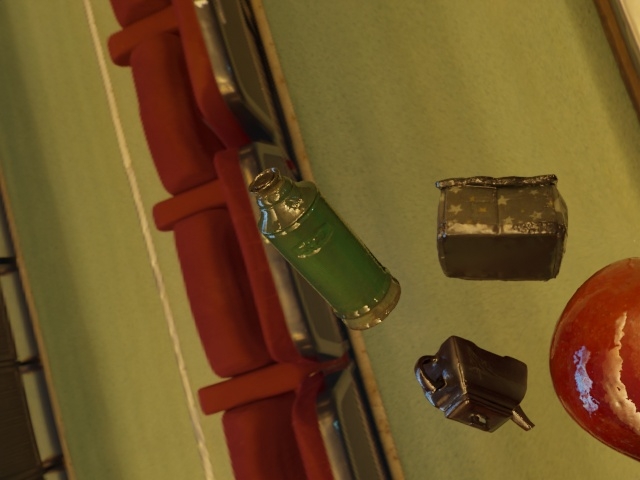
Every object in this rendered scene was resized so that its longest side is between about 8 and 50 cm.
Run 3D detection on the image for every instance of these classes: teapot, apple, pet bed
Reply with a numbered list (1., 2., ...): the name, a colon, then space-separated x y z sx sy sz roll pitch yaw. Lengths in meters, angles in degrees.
1. teapot: 0.197 0.198 0.843 0.177 0.096 0.087 23 128 -15
2. apple: 0.362 0.132 0.715 0.218 0.218 0.201 30 109 22
3. pet bed: 0.303 -0.034 1.117 0.210 0.183 0.159 -1 58 16

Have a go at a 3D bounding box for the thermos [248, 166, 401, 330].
1. thermos: 0.002 0.001 0.649 0.073 0.188 0.083 -17 38 34
